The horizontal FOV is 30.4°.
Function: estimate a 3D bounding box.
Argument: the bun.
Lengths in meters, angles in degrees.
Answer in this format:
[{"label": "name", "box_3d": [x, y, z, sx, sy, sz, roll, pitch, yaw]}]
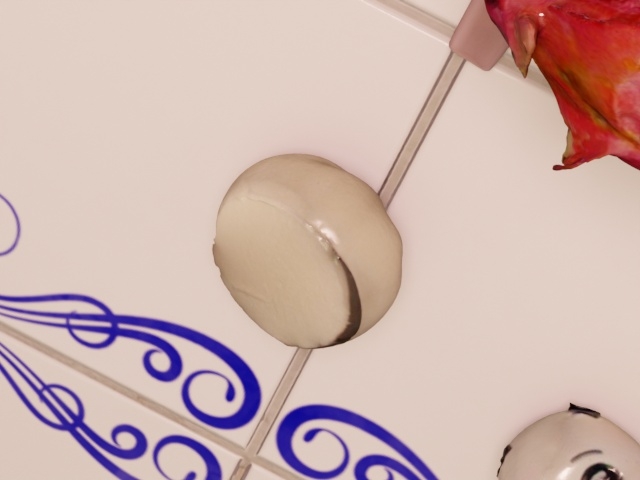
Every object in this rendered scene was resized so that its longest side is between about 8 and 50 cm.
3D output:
[{"label": "bun", "box_3d": [0.000, 0.000, 1.012, 0.173, 0.120, 0.172, 27, 137, 28]}]

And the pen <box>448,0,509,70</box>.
[{"label": "pen", "box_3d": [0.165, -0.220, 0.905, 0.053, 0.032, 0.197, 33, 123, -1]}]

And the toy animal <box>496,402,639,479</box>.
[{"label": "toy animal", "box_3d": [0.232, 0.247, 1.060, 0.166, 0.138, 0.179, -31, 110, 10]}]

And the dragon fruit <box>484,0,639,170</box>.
[{"label": "dragon fruit", "box_3d": [0.295, -0.142, 0.733, 0.386, 0.371, 0.249, -24, 126, -5]}]
